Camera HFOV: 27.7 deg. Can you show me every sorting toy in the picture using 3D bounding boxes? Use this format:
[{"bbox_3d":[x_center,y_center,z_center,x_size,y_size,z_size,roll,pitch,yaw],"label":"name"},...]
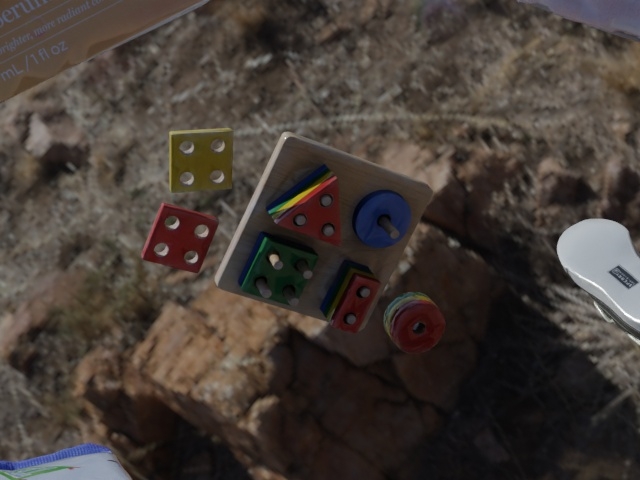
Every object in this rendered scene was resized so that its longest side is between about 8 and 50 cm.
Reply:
[{"bbox_3d":[0.000,0.000,0.985,0.132,0.274,0.046,-64,26,15],"label":"sorting toy"}]

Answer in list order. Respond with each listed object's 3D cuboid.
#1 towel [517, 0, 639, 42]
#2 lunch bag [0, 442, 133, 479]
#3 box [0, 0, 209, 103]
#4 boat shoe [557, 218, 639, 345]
[{"bbox_3d":[0.192,-0.267,0.699,0.332,0.053,0.317,21,105,7],"label":"towel"},{"bbox_3d":[-0.191,0.338,0.731,0.328,0.239,0.385,-169,77,-73],"label":"lunch bag"},{"bbox_3d":[-0.138,-0.161,0.574,0.130,0.170,0.091,-26,17,10],"label":"box"},{"bbox_3d":[0.311,0.052,1.338,0.078,0.070,0.219,-28,31,0],"label":"boat shoe"}]
